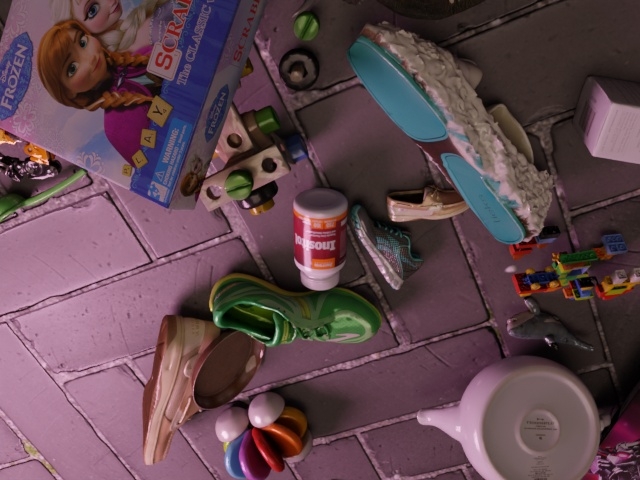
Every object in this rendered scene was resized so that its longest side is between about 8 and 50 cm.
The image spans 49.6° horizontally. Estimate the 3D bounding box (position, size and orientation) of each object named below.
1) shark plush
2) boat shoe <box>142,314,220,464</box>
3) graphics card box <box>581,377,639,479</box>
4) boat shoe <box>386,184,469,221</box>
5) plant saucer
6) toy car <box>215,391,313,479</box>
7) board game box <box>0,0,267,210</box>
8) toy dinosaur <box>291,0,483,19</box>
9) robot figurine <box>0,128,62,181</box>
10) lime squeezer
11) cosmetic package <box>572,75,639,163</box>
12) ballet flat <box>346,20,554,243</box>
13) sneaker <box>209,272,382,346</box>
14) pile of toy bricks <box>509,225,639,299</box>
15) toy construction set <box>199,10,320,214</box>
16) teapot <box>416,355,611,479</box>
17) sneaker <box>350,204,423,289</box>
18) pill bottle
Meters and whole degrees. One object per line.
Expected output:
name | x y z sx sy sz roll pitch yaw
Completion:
shark plush | 0.388 0.167 1.191 0.161 0.067 0.073 30 119 -14
boat shoe | -0.262 0.288 1.281 0.110 0.122 0.341 6 123 -21
graphics card box | 0.613 0.400 1.226 0.232 0.094 0.371 33 117 21
boat shoe | 0.168 -0.061 1.078 0.135 0.050 0.045 -10 126 10
plant saucer | -0.168 0.222 1.234 0.029 0.168 0.169 31 128 32
toy car | -0.110 0.393 1.325 0.182 0.136 0.159 -27 116 19
board game box | -0.246 -0.243 0.854 0.317 0.066 0.319 24 100 19
toy dinosaur | 0.115 -0.351 0.886 0.313 0.121 0.160 12 134 -9
robot figurine | -0.496 -0.207 1.017 0.290 0.085 0.211 17 121 -6
lime squeezer | -0.527 -0.077 1.128 0.310 0.059 0.110 5 92 3
cosmetic package | 0.484 -0.157 0.959 0.230 0.117 0.086 7 123 -1
ballet flat | 0.198 -0.167 0.979 0.147 0.147 0.409 -33 117 22
sneaker | -0.045 0.139 1.172 0.295 0.124 0.110 8 121 -2
pile of toy bricks | 0.391 0.051 1.114 0.212 0.118 0.105 -5 151 -12
toy construction set | -0.158 -0.157 0.933 0.308 0.237 0.258 1 122 4
teapot | 0.354 0.318 1.225 0.256 0.187 0.252 45 82 -1
sneaker | 0.108 -0.001 1.123 0.076 0.065 0.166 -34 118 4
pill bottle | 0.000 0.000 1.106 0.086 0.086 0.152 2 122 3
